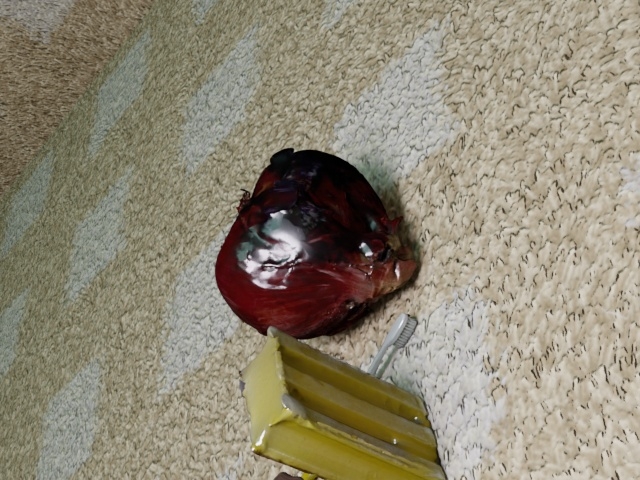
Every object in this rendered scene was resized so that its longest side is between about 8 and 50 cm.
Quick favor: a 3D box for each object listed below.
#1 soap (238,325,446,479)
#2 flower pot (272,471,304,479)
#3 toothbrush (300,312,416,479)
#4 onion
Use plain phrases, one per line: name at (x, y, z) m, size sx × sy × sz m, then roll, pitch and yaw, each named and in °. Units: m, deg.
soap at (0.022, 0.200, 1.300) m, size 0.076 × 0.233 × 0.135 m, roll -47°, pitch 32°, yaw 23°
flower pot at (-0.059, 0.412, 1.424) m, size 0.251 × 0.084 × 0.179 m, roll -48°, pitch 30°, yaw 26°
toothbrush at (0.040, 0.214, 1.490) m, size 0.288 × 0.024 × 0.021 m, roll -59°, pitch 25°, yaw 13°
onion at (-0.018, 0.000, 1.573) m, size 0.280 × 0.221 × 0.281 m, roll -18°, pitch 41°, yaw 16°
